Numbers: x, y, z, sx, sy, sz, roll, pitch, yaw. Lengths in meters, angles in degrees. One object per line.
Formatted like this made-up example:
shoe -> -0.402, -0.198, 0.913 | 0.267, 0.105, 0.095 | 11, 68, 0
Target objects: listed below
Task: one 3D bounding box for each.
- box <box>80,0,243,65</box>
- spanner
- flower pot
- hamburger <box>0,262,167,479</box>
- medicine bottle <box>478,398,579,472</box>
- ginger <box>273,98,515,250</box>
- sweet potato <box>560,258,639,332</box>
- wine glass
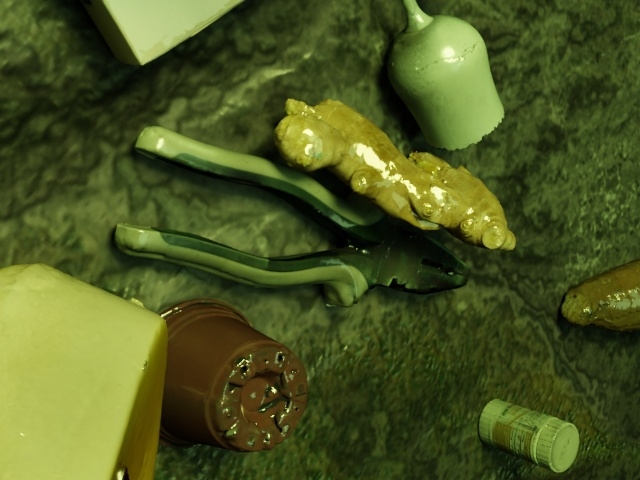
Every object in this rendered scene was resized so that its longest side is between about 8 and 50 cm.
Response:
box -> -0.057, -0.233, 0.520 | 0.243, 0.067, 0.155 | -36, 118, -14
spanner -> 0.000, 0.000, 0.652 | 0.324, 0.040, 0.096 | 14, 87, -38
flower pot -> -0.062, 0.099, 0.585 | 0.111, 0.089, 0.111 | -7, 102, -38
hamburger -> -0.168, 0.148, 0.418 | 0.227, 0.151, 0.295 | 98, -2, -45
medicine bottle -> 0.192, 0.180, 0.807 | 0.047, 0.083, 0.047 | -7, 102, -38
ginger -> 0.067, -0.048, 0.644 | 0.193, 0.176, 0.053 | -18, 139, -62
sweet potato -> 0.371, 0.076, 0.934 | 0.285, 0.085, 0.112 | 7, 97, -39
wine glass -> 0.075, -0.165, 0.661 | 0.079, 0.079, 0.195 | -45, 122, -25
